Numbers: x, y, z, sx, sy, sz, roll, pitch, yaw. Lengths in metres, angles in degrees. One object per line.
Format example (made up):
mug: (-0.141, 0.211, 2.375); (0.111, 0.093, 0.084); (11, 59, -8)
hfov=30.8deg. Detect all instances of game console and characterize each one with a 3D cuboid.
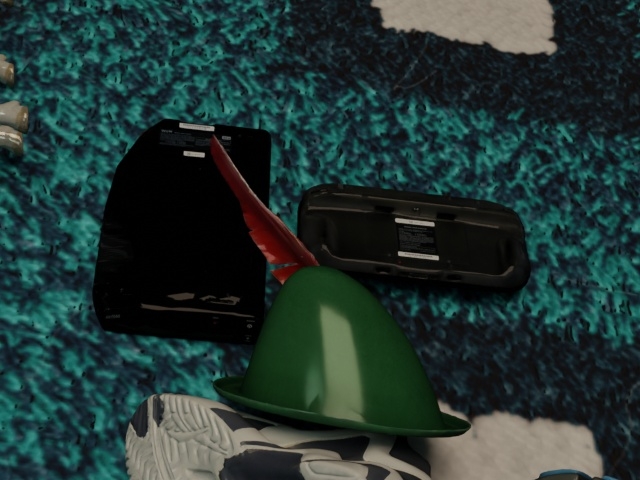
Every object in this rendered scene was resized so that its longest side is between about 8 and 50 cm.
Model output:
game console: (0.000, 0.000, 0.975); (0.361, 0.044, 0.213); (6, 49, -6)

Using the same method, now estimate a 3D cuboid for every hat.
hat: (0.017, 0.028, 0.814); (0.208, 0.173, 0.184); (10, 89, -9)

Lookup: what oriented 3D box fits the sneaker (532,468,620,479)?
sneaker: (0.276, 0.272, 0.756); (0.340, 0.125, 0.140); (21, 75, 4)

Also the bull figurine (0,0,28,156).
bull figurine: (-0.347, -0.121, 0.975); (0.188, 0.101, 0.310); (-2, 51, -18)

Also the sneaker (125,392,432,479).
sneaker: (-0.012, 0.165, 0.798); (0.235, 0.094, 0.153); (3, -8, 38)
